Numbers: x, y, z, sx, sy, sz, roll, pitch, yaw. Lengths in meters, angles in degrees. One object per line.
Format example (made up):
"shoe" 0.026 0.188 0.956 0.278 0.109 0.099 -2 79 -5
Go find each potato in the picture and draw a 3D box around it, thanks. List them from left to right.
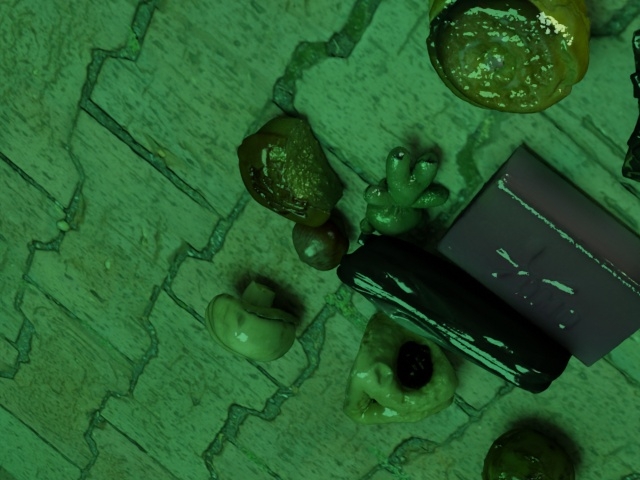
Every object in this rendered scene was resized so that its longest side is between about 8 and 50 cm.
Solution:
"potato" 0.303 0.345 1.871 0.137 0.137 0.176 35 164 7

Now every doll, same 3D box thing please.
"doll" 0.108 -0.068 1.664 0.115 0.077 0.150 1 142 -17

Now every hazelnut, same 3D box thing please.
"hazelnut" 0.000 0.000 1.815 0.086 0.086 0.086 24 140 21

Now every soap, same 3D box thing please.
"soap" 0.292 0.026 1.583 0.259 0.081 0.181 39 143 1

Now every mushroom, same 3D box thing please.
"mushroom" -0.109 0.125 2.013 0.154 0.122 0.154 16 175 2

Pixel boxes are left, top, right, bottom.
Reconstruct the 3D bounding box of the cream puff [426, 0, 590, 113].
"cream puff" 0.199 -0.227 1.364 0.189 0.129 0.189 13 134 14

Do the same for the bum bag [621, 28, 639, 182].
"bum bag" 0.377 -0.138 1.351 0.102 0.069 0.248 23 136 30

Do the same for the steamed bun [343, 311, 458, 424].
"steamed bun" 0.125 0.203 1.882 0.155 0.141 0.172 18 142 7

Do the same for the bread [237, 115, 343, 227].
"bread" -0.048 -0.092 1.754 0.125 0.086 0.156 -8 121 47

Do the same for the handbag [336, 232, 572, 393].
"handbag" 0.172 0.087 1.672 0.332 0.191 0.075 29 111 13
